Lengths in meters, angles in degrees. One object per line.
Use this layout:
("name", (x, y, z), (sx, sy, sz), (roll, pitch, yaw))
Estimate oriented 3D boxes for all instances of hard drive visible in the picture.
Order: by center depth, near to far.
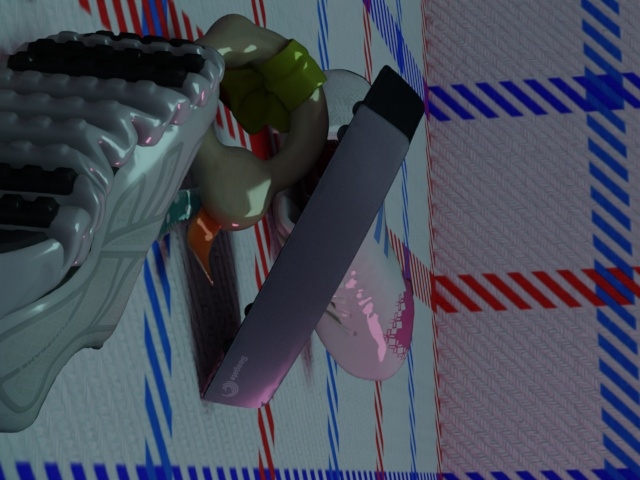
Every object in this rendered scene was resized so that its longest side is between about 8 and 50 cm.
("hard drive", (0.000, 0.000, 1.226), (0.255, 0.054, 0.172), (-61, 180, 19))

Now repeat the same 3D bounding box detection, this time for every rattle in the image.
("rattle", (-0.085, -0.056, 1.180), (0.130, 0.142, 0.200), (31, 68, -39))

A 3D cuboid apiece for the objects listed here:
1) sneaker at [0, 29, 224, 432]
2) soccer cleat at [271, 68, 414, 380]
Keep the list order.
("sneaker", (-0.123, -0.019, 0.793), (0.292, 0.110, 0.118), (-60, 154, -57))
("soccer cleat", (0.007, 0.005, 1.518), (0.143, 0.116, 0.331), (-45, 134, -51))
